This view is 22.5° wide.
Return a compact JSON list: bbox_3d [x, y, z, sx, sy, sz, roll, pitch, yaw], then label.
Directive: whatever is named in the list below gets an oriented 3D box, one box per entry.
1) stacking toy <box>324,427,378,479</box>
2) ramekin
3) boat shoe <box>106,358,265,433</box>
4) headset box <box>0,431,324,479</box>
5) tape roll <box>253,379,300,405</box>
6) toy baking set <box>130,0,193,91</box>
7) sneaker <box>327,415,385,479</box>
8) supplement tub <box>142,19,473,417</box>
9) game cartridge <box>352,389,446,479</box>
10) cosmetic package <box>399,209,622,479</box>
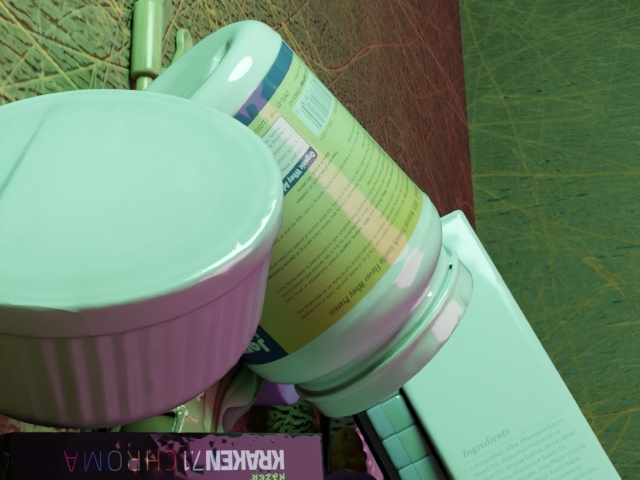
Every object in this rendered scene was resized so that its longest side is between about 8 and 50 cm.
[{"bbox_3d":[0.039,0.345,1.975,0.302,0.166,0.175,-97,179,-49],"label":"stacking toy"},{"bbox_3d":[-0.160,0.014,1.113,0.273,0.273,0.127,-76,168,-53],"label":"ramekin"},{"bbox_3d":[-0.144,0.155,1.407,0.116,0.123,0.324,56,17,-12],"label":"boat shoe"},{"bbox_3d":[-0.125,0.280,1.117,0.246,0.131,0.283,5,75,-32],"label":"headset box"},{"bbox_3d":[-0.073,0.037,1.697,0.275,0.090,0.274,-3,90,-80],"label":"tape roll"},{"bbox_3d":[-0.150,-0.150,1.653,0.197,0.030,0.256,58,29,-59],"label":"toy baking set"},{"bbox_3d":[0.046,0.244,2.143,0.095,0.090,0.235,7,75,-65],"label":"sneaker"},{"bbox_3d":[-0.035,-0.015,1.439,0.316,0.228,0.228,46,28,-17],"label":"supplement tub"},{"bbox_3d":[0.067,0.203,1.919,0.355,0.068,0.230,89,-22,-83],"label":"game cartridge"},{"bbox_3d":[0.203,0.219,1.822,0.453,0.161,0.230,61,-4,19],"label":"cosmetic package"}]
